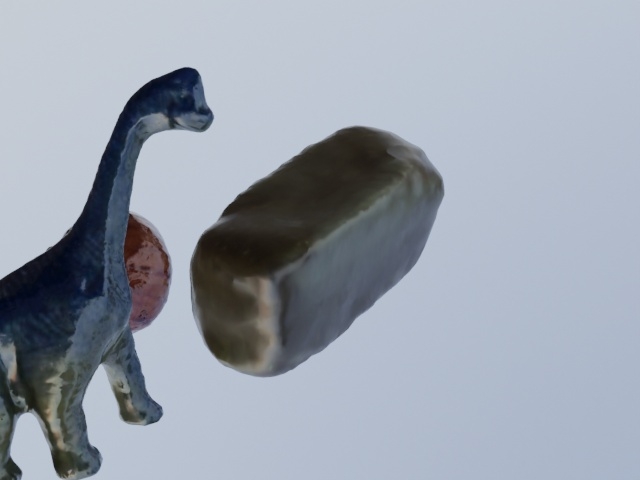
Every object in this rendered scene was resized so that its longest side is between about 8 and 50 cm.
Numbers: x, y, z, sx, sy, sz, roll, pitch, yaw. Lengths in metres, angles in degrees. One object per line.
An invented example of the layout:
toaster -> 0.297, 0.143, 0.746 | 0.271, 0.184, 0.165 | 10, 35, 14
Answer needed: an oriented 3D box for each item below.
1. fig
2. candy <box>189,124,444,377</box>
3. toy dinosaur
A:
fig -> -0.213, 0.039, 1.282 | 0.128, 0.128, 0.150 | -9, -166, 44
candy -> 0.000, 0.000, 0.969 | 0.102, 0.104, 0.234 | 23, -143, 28
toy dinosaur -> -0.163, 0.026, 0.637 | 0.248, 0.188, 0.075 | -9, -163, -2
